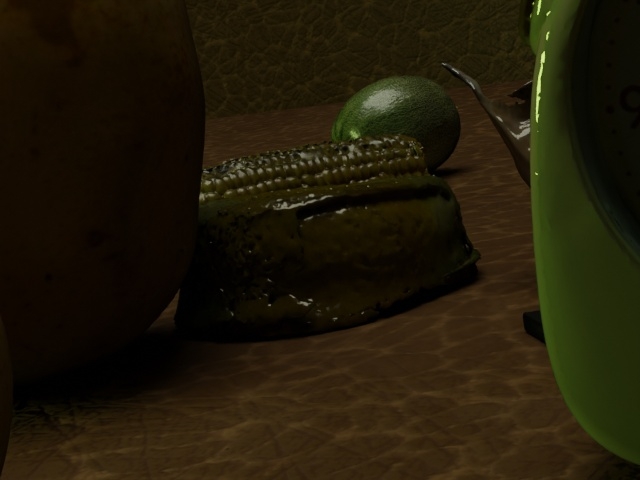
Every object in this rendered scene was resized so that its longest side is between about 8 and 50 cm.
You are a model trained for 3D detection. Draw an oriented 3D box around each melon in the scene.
[{"bbox_3d":[0.106,-0.148,1.911,0.192,0.139,0.139,-18,12,-27],"label":"melon"}]

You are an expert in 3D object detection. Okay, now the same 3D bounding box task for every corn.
[{"bbox_3d":[-0.032,-0.048,1.559,0.318,0.115,0.115,-13,10,-21],"label":"corn"}]

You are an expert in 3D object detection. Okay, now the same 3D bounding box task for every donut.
[{"bbox_3d":[0.000,0.000,1.244,0.272,0.107,0.272,-7,9,1],"label":"donut"}]

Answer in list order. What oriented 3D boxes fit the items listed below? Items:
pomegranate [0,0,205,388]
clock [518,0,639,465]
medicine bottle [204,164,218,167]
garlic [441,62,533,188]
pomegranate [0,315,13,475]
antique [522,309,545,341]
[{"bbox_3d":[-0.267,-0.084,1.117,0.417,0.416,0.416,-9,9,2],"label":"pomegranate"},{"bbox_3d":[0.237,-0.070,0.659,0.286,0.348,0.117,-5,11,24],"label":"clock"},{"bbox_3d":[-0.159,-0.060,1.867,0.183,0.069,0.119,-8,10,0],"label":"medicine bottle"},{"bbox_3d":[0.281,-0.077,1.165,0.339,0.196,0.151,-10,-7,13],"label":"garlic"},{"bbox_3d":[-0.260,0.059,0.550,0.307,0.307,0.307,-9,9,2],"label":"pomegranate"},{"bbox_3d":[0.174,0.066,0.932,0.031,0.015,0.192,-11,10,-9],"label":"antique"}]
